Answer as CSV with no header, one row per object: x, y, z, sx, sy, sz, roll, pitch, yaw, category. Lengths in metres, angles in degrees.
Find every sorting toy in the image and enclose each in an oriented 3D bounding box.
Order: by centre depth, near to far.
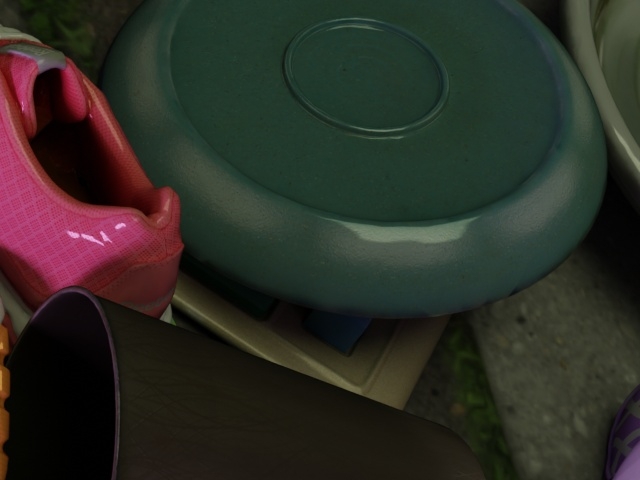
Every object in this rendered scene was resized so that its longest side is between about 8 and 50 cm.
0.000,0.000,1.041,0.196,0.047,0.348,36,48,-6,sorting toy

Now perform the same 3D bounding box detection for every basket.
-0.040,0.139,0.855,0.227,0.154,0.204,11,95,-33,basket

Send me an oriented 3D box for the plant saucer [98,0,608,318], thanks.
0.025,-0.089,1.050,0.317,0.044,0.318,6,49,-7,plant saucer

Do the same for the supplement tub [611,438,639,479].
0.326,0.215,0.921,0.324,0.235,0.235,16,54,-27,supplement tub

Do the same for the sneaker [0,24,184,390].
-0.170,-0.074,0.913,0.116,0.136,0.314,-28,67,-40,sneaker

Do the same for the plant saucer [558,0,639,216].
0.323,-0.080,1.253,0.400,0.100,0.400,15,54,-22,plant saucer

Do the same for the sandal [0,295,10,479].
-0.195,0.118,0.811,0.076,0.102,0.265,9,58,-30,sandal

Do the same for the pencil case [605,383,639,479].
0.277,0.153,1.082,0.206,0.088,0.086,26,51,-15,pencil case
